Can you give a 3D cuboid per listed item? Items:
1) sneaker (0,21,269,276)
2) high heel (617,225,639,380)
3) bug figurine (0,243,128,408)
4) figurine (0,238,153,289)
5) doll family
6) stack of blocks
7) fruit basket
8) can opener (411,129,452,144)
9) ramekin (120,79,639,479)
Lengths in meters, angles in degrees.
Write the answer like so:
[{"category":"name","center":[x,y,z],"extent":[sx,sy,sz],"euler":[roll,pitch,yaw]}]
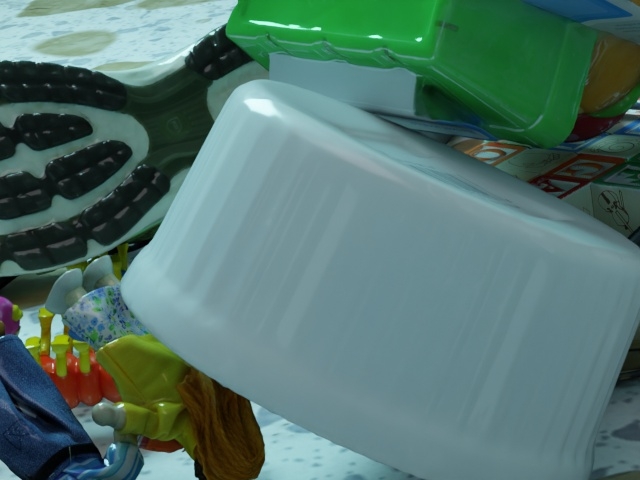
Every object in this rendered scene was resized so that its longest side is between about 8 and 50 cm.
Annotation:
[{"category":"sneaker","center":[-0.157,-0.043,1.413],"extent":[0.410,0.158,0.182],"euler":[-13,-16,-23]},{"category":"high heel","center":[0.261,0.055,1.145],"extent":[0.261,0.093,0.186],"euler":[13,41,42]},{"category":"bug figurine","center":[-0.200,0.064,1.323],"extent":[0.216,0.072,0.279],"euler":[-2,15,2]},{"category":"figurine","center":[-0.249,-0.020,1.591],"extent":[0.209,0.092,0.215],"euler":[-9,17,-24]},{"category":"doll family","center":[-0.126,0.104,1.064],"extent":[0.263,0.118,0.163],"euler":[-27,65,-38]},{"category":"stack of blocks","center":[0.171,-0.014,1.347],"extent":[0.171,0.087,0.297],"euler":[10,27,43]},{"category":"fruit basket","center":[0.127,-0.118,1.263],"extent":[0.327,0.165,0.353],"euler":[13,-9,45]},{"category":"can opener","center":[0.147,-0.150,1.762],"extent":[0.095,0.076,0.283],"euler":[-2,22,24]},{"category":"ramekin","center":[0.044,0.020,1.052],"extent":[0.277,0.135,0.277],"euler":[23,9,-4]}]
